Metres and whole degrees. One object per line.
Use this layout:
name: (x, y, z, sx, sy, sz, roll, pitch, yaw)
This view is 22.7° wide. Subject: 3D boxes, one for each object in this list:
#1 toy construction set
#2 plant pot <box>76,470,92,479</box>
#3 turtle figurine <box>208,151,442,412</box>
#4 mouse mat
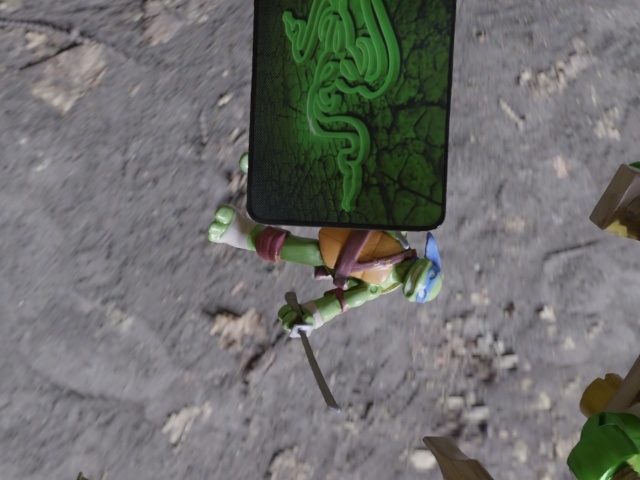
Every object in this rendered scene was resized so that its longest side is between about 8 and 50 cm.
toy construction set: (0.196, 0.078, 0.933, 0.309, 0.237, 0.257, -16, 138, -30)
plant pot: (-0.145, 0.216, 1.145, 0.079, 0.083, 0.083, 14, 106, -4)
turtle figurine: (0.000, 0.000, 1.815, 0.266, 0.275, 0.198, 28, 129, 18)
mouse mat: (0.023, -0.102, 1.200, 0.153, 0.007, 0.189, 2, 94, 0)
